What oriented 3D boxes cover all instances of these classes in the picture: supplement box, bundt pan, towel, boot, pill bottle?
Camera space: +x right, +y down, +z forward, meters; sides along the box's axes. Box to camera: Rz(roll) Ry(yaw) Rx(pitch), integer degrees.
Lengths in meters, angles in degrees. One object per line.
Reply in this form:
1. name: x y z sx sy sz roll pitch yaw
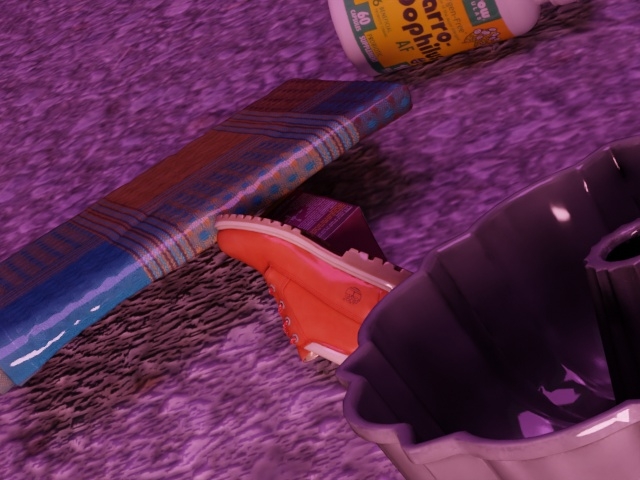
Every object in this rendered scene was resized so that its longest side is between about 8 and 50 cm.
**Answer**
1. supplement box: 0.000 0.000 0.958 0.043 0.055 0.083 -43 34 -23
2. bundt pan: 0.180 0.049 0.639 0.331 0.124 0.331 -28 15 8
3. towel: -0.122 -0.021 1.042 0.370 0.040 0.271 -34 18 -12
4. boot: -0.015 0.034 0.874 0.158 0.059 0.084 23 92 27
5. pill bottle: 0.120 -0.223 1.128 0.208 0.117 0.117 -13 34 21
